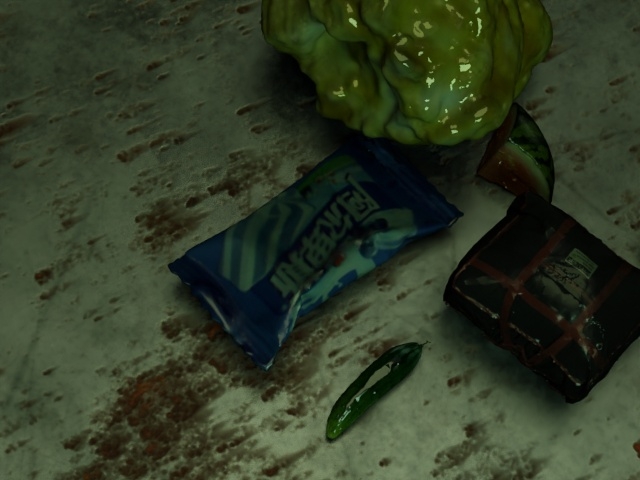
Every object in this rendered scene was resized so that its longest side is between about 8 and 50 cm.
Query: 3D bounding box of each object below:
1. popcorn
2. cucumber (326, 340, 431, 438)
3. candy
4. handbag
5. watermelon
[{"bbox_3d":[0.103,-0.270,1.665,0.334,0.293,0.292,40,66,0],"label":"popcorn"},{"bbox_3d":[0.063,0.163,1.609,0.168,0.039,0.039,-41,75,-16],"label":"cucumber"},{"bbox_3d":[0.000,0.000,1.648,0.331,0.077,0.187,-34,65,-25],"label":"candy"},{"bbox_3d":[0.264,0.066,1.596,0.215,0.155,0.169,38,77,10],"label":"handbag"},{"bbox_3d":[0.235,-0.109,1.726,0.094,0.125,0.135,-31,38,16],"label":"watermelon"}]
